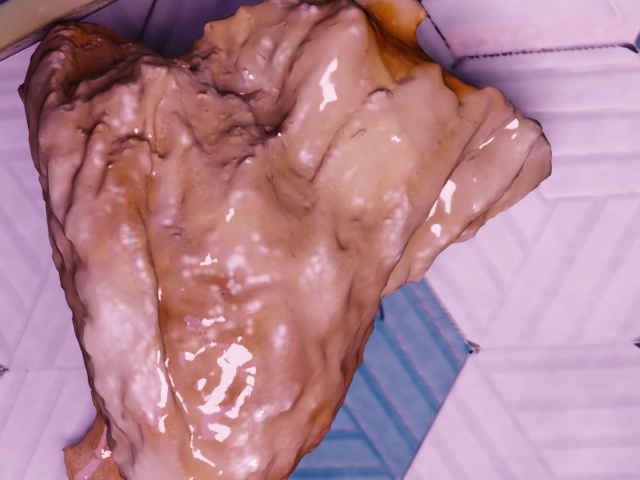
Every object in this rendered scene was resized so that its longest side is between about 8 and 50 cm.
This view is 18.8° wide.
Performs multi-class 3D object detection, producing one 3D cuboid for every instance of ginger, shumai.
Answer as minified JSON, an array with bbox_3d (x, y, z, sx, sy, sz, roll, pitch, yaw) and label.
[{"bbox_3d":[-0.134,0.131,1.184,0.048,0.030,0.097,-15,111,-13],"label":"ginger"},{"bbox_3d":[0.000,0.000,0.987,0.262,0.314,0.267,-16,124,0],"label":"shumai"}]

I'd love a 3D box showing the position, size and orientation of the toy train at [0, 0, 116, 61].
[{"bbox_3d":[-0.195,-0.190,1.023,0.299,0.131,0.202,-24,106,19],"label":"toy train"}]
